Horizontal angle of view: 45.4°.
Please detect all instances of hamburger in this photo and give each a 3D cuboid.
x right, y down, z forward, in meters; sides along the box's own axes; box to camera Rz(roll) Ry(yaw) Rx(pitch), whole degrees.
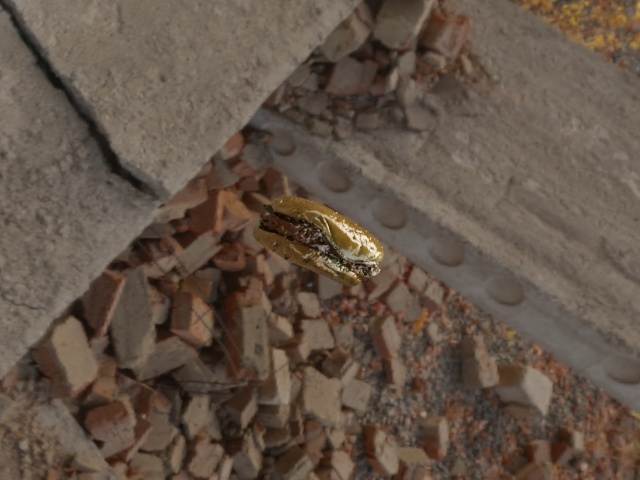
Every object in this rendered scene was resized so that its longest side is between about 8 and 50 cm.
[{"bbox_3d":[0.000,0.000,0.509,0.083,0.076,0.044,30,89,-41],"label":"hamburger"}]
